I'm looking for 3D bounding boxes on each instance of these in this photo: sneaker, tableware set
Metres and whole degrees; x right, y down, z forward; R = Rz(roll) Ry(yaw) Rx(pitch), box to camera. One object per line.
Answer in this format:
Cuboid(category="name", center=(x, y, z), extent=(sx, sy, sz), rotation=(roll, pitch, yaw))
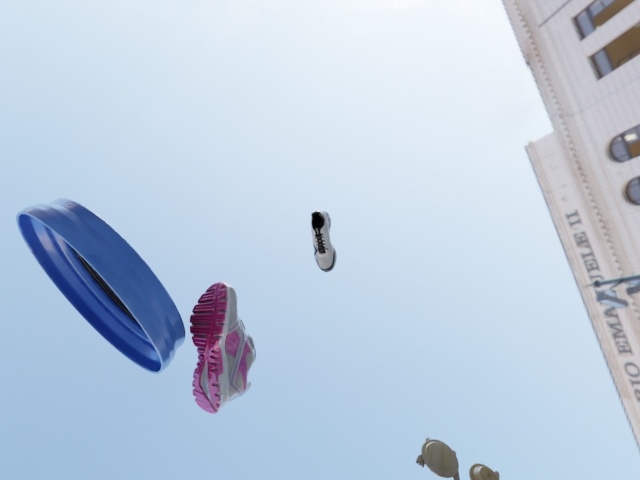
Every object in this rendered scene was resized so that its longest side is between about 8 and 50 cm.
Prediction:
Cuboid(category="sneaker", center=(-0.191, 0.208, 0.887), extent=(0.111, 0.103, 0.252), rotation=(1, -88, -53))
Cuboid(category="tableware set", center=(0.225, 0.388, 0.674), extent=(0.168, 0.020, 0.141), rotation=(21, -150, 2))
Cuboid(category="sneaker", center=(0.000, 0.000, 0.739), extent=(0.040, 0.044, 0.109), rotation=(-13, -101, 15))

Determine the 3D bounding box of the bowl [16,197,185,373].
Cuboid(category="bowl", center=(-0.414, 0.090, 0.847), extent=(0.391, 0.391, 0.077), rotation=(47, -125, -3))
